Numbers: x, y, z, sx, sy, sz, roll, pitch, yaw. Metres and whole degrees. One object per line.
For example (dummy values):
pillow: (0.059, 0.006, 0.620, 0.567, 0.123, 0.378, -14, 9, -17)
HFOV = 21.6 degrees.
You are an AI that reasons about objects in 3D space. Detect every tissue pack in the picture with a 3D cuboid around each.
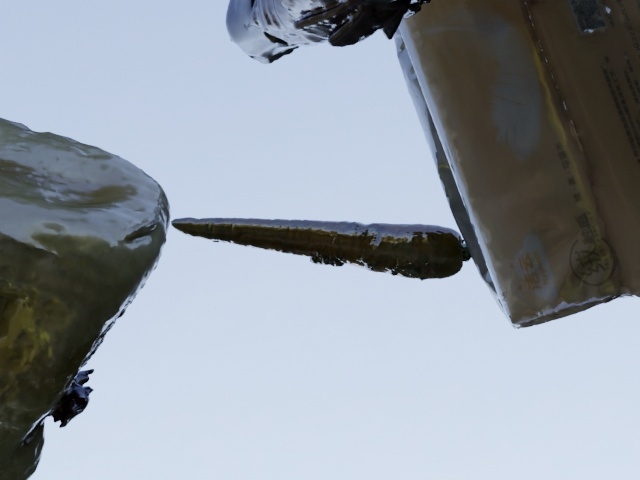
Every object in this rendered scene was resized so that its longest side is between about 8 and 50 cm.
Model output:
tissue pack: (0.168, -0.091, 1.296, 0.238, 0.238, 0.305, -20, -94, -5)

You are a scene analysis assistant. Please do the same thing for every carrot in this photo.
carrot: (0.000, 0.000, 1.394, 0.254, 0.049, 0.049, 7, -59, 7)

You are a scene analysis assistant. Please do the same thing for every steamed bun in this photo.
steamed bun: (-0.160, 0.034, 0.728, 0.172, 0.141, 0.155, 15, -70, 3)

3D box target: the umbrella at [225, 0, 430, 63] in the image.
umbrella: (0.031, -0.167, 1.019, 0.094, 0.326, 0.090, 38, -113, -16)
